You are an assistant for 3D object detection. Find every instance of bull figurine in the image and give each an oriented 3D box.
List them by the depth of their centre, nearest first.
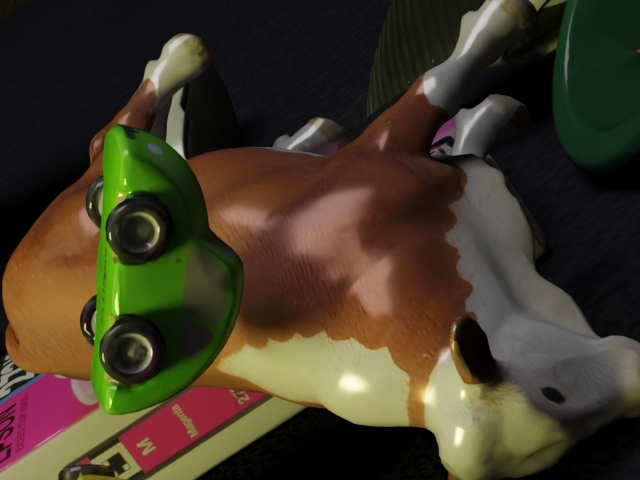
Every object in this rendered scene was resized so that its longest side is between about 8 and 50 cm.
[{"bbox_3d":[0.000,0.000,0.717,0.310,0.101,0.188,3,49,38],"label":"bull figurine"}]

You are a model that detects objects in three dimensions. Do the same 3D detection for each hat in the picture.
[{"bbox_3d":[0.232,-0.110,0.848,0.173,0.183,0.208,-130,56,-71],"label":"hat"}]

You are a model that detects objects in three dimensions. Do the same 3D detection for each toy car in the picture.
[{"bbox_3d":[-0.056,0.073,0.625,0.053,0.225,0.239,2,9,-15],"label":"toy car"}]

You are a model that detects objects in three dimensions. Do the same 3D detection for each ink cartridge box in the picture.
[{"bbox_3d":[-0.072,0.060,0.886,0.371,0.069,0.176,-35,17,4],"label":"ink cartridge box"}]

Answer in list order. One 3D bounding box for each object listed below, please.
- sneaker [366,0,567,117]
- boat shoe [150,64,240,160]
[{"bbox_3d":[0.151,-0.152,0.990,0.330,0.146,0.122,-49,32,37],"label":"sneaker"},{"bbox_3d":[-0.105,-0.072,1.267,0.068,0.081,0.228,-26,21,13],"label":"boat shoe"}]
